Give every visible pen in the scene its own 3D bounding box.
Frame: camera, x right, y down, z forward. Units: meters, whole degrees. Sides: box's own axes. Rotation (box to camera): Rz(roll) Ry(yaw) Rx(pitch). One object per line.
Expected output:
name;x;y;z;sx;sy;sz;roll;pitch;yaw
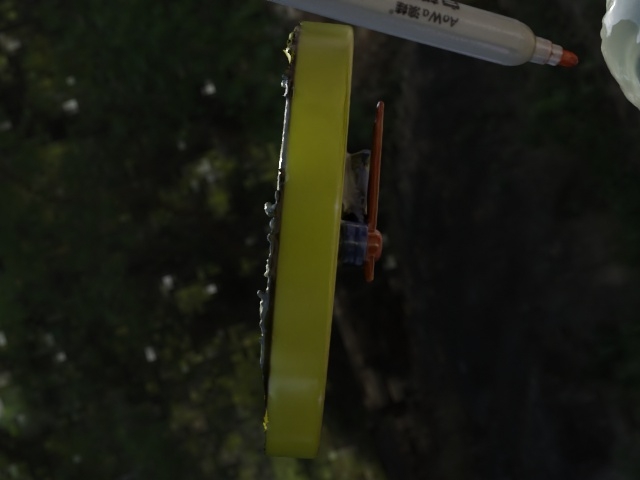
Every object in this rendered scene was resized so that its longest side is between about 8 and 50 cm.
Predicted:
pen;0.025;-0.111;0.855;0.026;0.218;0.026;-166;90;-72

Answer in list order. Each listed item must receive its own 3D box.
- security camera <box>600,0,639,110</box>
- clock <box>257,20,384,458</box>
security camera;0.228;-0.184;1.058;0.277;0.191;0.197;58;-157;-26
clock;0.004;0.001;1.164;0.293;0.071;0.277;-75;-11;-83
